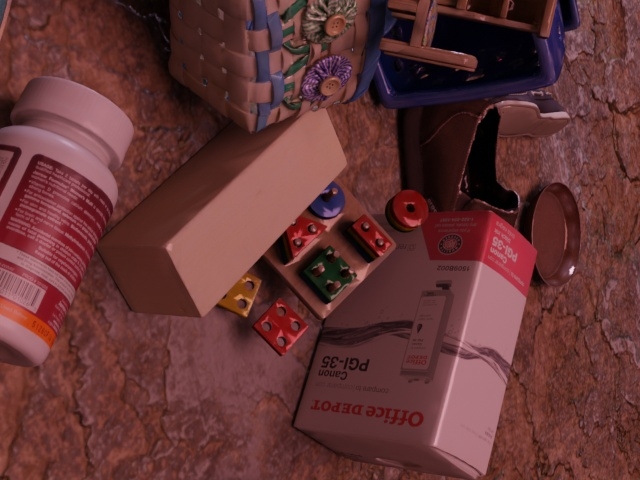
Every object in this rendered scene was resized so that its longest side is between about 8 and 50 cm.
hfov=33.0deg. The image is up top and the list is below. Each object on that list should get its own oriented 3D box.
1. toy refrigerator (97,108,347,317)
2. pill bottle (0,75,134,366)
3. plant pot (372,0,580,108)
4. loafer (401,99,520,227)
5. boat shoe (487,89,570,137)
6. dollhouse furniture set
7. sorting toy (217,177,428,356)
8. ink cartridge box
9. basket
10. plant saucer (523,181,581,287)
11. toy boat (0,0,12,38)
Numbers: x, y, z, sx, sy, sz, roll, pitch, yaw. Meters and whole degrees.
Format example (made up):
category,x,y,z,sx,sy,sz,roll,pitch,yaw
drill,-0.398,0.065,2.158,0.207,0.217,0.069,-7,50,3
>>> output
category,x,y,z,sx,sy,sz,roll,pitch,yaw
toy refrigerator,-0.091,-0.036,1.099,0.269,0.102,0.094,-49,126,-39
pill bottle,-0.242,-0.017,0.898,0.121,0.121,0.221,42,59,-43
plant pot,0.183,-0.318,1.336,0.212,0.236,0.236,-48,125,-48
loafer,0.191,-0.021,1.420,0.134,0.130,0.366,-23,108,-48
boat shoe,0.298,-0.198,1.615,0.206,0.075,0.065,1,58,-49
dollhouse furniture set,0.164,-0.272,1.063,0.242,0.161,0.212,-47,149,-80
sorting toy,0.000,0.000,1.188,0.132,0.046,0.274,48,63,-2
ink cartridge box,0.113,0.116,1.266,0.117,0.207,0.283,37,62,-43
basket,-0.009,-0.254,1.080,0.289,0.201,0.255,-42,153,-29
plant saucer,0.364,-0.009,1.713,0.168,0.029,0.168,0,89,-51
toy boat,-0.356,-0.157,0.699,0.318,0.148,0.267,3,123,-37
